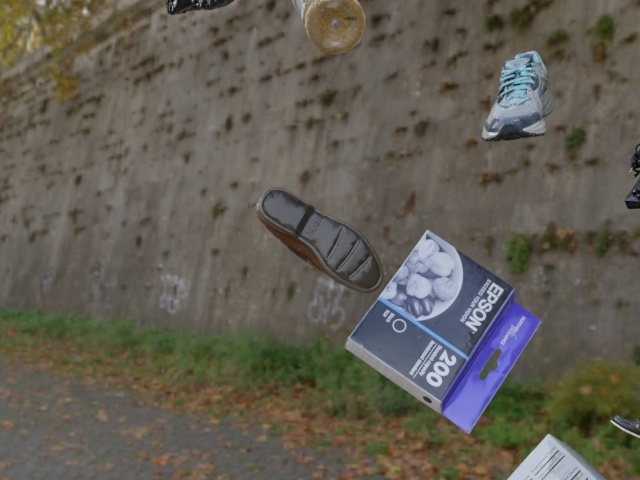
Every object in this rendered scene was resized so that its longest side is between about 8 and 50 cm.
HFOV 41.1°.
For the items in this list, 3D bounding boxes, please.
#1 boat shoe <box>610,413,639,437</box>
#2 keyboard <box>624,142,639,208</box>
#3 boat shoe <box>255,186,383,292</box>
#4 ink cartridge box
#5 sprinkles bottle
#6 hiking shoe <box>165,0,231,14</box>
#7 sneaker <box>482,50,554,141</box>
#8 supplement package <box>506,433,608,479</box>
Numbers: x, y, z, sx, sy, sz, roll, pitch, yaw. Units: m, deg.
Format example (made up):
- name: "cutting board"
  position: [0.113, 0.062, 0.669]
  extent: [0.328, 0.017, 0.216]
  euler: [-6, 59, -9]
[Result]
- name: "boat shoe"
  position: [0.593, 0.345, 1.558]
  extent: [0.049, 0.042, 0.133]
  euler: [18, 2, -37]
- name: "keyboard"
  position: [0.393, -0.106, 0.967]
  extent: [0.192, 0.038, 0.100]
  euler: [-47, 16, -32]
- name: "boat shoe"
  position: [0.000, 0.000, 1.791]
  extent: [0.307, 0.111, 0.104]
  euler: [40, -16, -1]
- name: "ink cartridge box"
  position: [0.176, 0.122, 1.180]
  extent: [0.208, 0.206, 0.045]
  euler: [34, -22, 9]
- name: "sprinkles bottle"
  position: [0.011, -0.485, 1.766]
  extent: [0.121, 0.121, 0.355]
  euler: [3, 26, -9]
- name: "hiking shoe"
  position: [-0.199, -0.499, 1.622]
  extent: [0.132, 0.113, 0.304]
  euler: [-18, 19, -26]
- name: "sneaker"
  position: [0.340, -0.257, 1.496]
  extent: [0.110, 0.122, 0.283]
  euler: [-3, 23, 22]
- name: "supplement package"
  position: [0.456, 0.481, 1.514]
  extent: [0.203, 0.149, 0.194]
  euler: [44, 5, 38]
